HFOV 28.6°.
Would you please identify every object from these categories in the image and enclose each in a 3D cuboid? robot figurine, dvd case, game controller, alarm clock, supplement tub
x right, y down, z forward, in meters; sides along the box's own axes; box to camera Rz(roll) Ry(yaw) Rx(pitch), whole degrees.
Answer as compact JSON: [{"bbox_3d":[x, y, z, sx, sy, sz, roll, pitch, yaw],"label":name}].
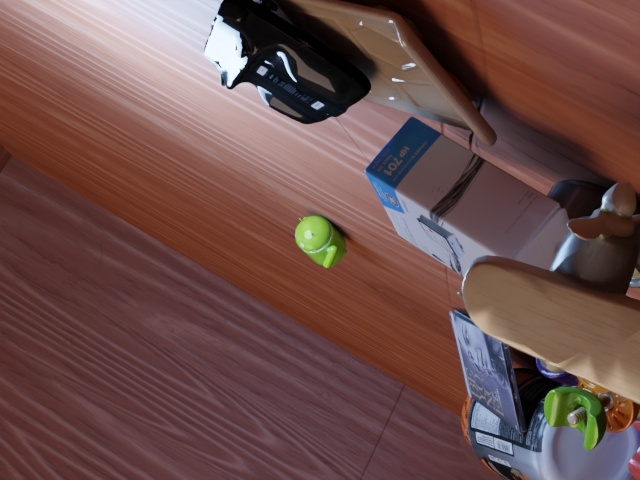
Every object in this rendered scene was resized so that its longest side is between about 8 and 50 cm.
[{"bbox_3d":[0.000,0.000,2.148,0.101,0.067,0.115,49,-177,37],"label":"robot figurine"},{"bbox_3d":[0.283,0.220,2.146,0.221,0.018,0.164,-147,41,-71],"label":"dvd case"},{"bbox_3d":[-0.041,-0.184,1.319,0.166,0.067,0.319,23,178,-8],"label":"game controller"},{"bbox_3d":[0.264,-0.019,1.259,0.192,0.064,0.129,27,170,14],"label":"alarm clock"},{"bbox_3d":[0.394,0.336,2.218,0.207,0.207,0.338,34,170,-16],"label":"supplement tub"}]

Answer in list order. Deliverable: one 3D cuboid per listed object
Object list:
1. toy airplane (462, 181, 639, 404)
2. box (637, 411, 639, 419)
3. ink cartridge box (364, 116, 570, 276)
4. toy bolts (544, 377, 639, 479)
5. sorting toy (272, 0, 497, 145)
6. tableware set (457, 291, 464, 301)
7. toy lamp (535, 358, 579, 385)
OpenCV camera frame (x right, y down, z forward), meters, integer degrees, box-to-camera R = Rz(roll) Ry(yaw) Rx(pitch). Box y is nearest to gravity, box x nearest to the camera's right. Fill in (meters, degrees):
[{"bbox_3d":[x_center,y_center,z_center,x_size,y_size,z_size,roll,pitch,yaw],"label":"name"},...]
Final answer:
[{"bbox_3d":[0.358,0.102,0.979,0.384,0.272,0.386,-22,118,38],"label":"toy airplane"},{"bbox_3d":[0.526,0.264,1.945,0.179,0.043,0.105,26,170,14],"label":"box"},{"bbox_3d":[0.152,-0.021,1.241,0.191,0.082,0.139,36,169,33],"label":"ink cartridge box"},{"bbox_3d":[0.464,0.217,1.779,0.228,0.158,0.218,36,135,39],"label":"toy bolts"},{"bbox_3d":[0.060,-0.177,1.195,0.208,0.038,0.193,29,171,44],"label":"sorting toy"},{"bbox_3d":[0.288,0.118,2.002,0.104,0.024,0.154,19,164,39],"label":"tableware set"},{"bbox_3d":[0.315,0.136,1.839,0.080,0.080,0.275,21,166,48],"label":"toy lamp"}]
